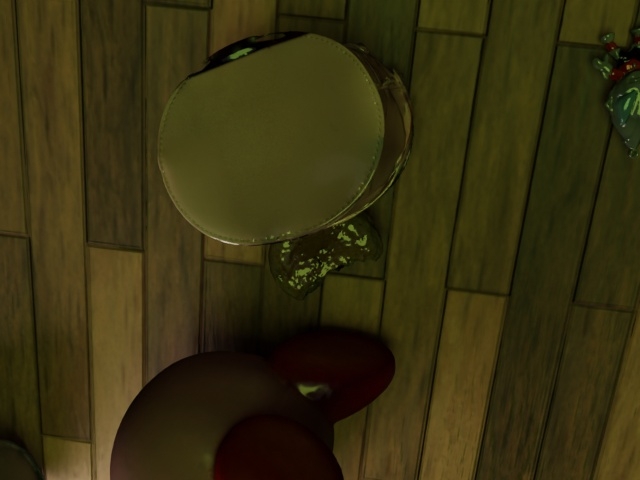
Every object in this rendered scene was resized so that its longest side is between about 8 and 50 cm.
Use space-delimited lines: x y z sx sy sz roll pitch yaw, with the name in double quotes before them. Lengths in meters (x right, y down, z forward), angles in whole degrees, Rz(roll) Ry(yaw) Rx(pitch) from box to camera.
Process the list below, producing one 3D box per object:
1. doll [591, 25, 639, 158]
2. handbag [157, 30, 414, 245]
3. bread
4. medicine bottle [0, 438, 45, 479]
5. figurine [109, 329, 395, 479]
"doll" 0.274 -0.128 0.723 0.057 0.039 0.114 -19 104 -31
"handbag" -0.025 -0.088 0.709 0.205 0.116 0.179 -17 85 14
"bread" 0.000 0.000 0.797 0.113 0.060 0.082 -26 107 14
"medicine bottle" -0.398 0.310 0.926 0.143 0.147 0.147 -20 108 12
"figurine" -0.089 0.203 0.806 0.211 0.270 0.261 31 123 1
